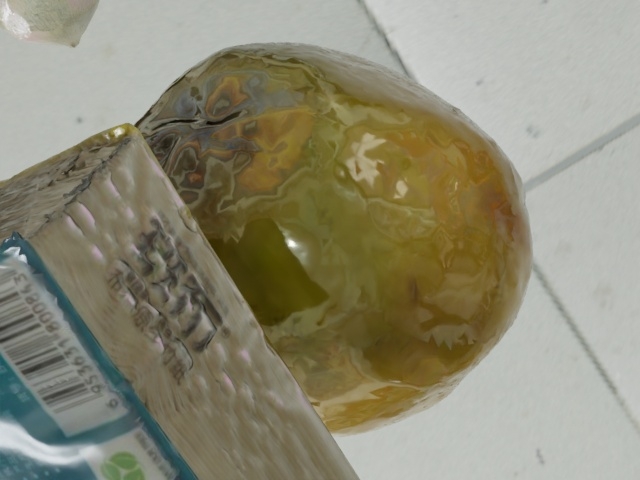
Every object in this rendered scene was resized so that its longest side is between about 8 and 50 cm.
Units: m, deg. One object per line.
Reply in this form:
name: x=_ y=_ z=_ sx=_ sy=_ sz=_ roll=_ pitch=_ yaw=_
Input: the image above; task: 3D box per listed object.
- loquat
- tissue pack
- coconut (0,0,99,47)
loquat: x=0.000 y=0.000 z=0.953 sx=0.276 sy=0.276 sz=0.284 roll=-32 pitch=137 yaw=23
tissue pack: x=-0.110 y=0.097 z=0.676 sx=0.192 sy=0.134 sz=0.271 roll=-16 pitch=115 yaw=32
coconut: x=-0.251 y=-0.228 z=1.231 sx=0.110 sy=0.110 sz=0.124 roll=-13 pitch=113 yaw=22
